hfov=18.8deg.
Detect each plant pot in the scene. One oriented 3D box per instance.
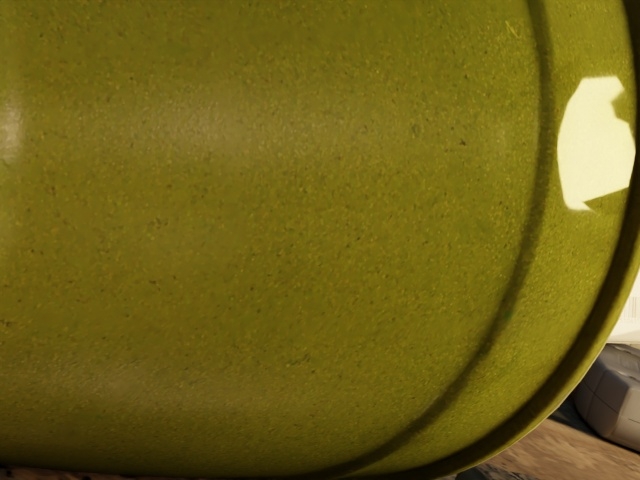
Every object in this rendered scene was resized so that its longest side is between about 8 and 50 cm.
[{"bbox_3d":[-0.103,-0.053,0.816,0.366,0.366,0.353,25,19,38],"label":"plant pot"}]

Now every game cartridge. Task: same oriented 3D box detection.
[{"bbox_3d":[0.308,0.147,1.594,0.196,0.060,0.294,25,6,6],"label":"game cartridge"}]

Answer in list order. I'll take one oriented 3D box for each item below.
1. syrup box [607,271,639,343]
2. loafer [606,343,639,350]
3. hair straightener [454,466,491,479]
[{"bbox_3d":[0.224,0.041,1.733,0.093,0.096,0.237,3,-2,-22],"label":"syrup box"},{"bbox_3d":[0.335,0.078,2.002,0.111,0.112,0.319,12,5,3],"label":"loafer"},{"bbox_3d":[0.085,0.153,0.884,0.089,0.047,0.230,19,11,-10],"label":"hair straightener"}]
